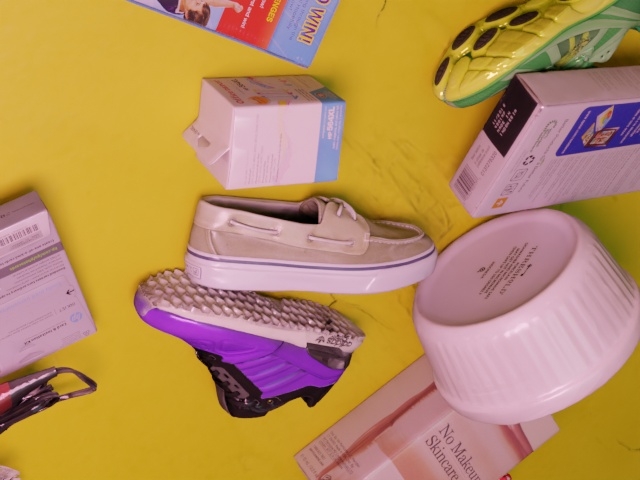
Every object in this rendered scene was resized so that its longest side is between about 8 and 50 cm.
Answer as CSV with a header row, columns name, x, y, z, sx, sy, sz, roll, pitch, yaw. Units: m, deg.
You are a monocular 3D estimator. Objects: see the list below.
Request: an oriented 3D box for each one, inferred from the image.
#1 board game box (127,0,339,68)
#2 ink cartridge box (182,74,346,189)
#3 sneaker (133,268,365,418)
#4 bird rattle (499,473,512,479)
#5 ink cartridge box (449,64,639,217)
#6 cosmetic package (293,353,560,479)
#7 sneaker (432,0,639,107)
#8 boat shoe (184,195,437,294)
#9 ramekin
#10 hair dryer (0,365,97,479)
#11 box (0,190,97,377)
name,x,y,z,sx,sy,sz,roll,pitch,yaw
board game box,-0.085,-0.350,1.026,0.302,0.086,0.308,16,107,-35
ink cartridge box,-0.061,-0.113,1.166,0.143,0.092,0.089,-6,118,-27
sneaker,-0.090,0.132,1.279,0.293,0.102,0.146,17,107,-35
bird rattle,0.169,0.403,1.575,0.253,0.143,0.207,-61,158,-25
ink cartridge box,0.339,-0.125,1.350,0.371,0.069,0.175,-7,142,-33
cosmetic package,0.136,0.260,1.452,0.296,0.129,0.153,-39,119,-6
sneaker,0.264,-0.217,1.282,0.296,0.109,0.123,-30,123,-13
boat shoe,0.000,0.000,1.256,0.302,0.109,0.094,-2,113,-26
ramekin,0.232,0.076,1.337,0.273,0.273,0.127,-37,115,-7
hair dryer,-0.394,0.184,1.142,0.294,0.080,0.223,12,119,-47
box,-0.316,0.054,1.125,0.145,0.038,0.186,-26,137,-15
